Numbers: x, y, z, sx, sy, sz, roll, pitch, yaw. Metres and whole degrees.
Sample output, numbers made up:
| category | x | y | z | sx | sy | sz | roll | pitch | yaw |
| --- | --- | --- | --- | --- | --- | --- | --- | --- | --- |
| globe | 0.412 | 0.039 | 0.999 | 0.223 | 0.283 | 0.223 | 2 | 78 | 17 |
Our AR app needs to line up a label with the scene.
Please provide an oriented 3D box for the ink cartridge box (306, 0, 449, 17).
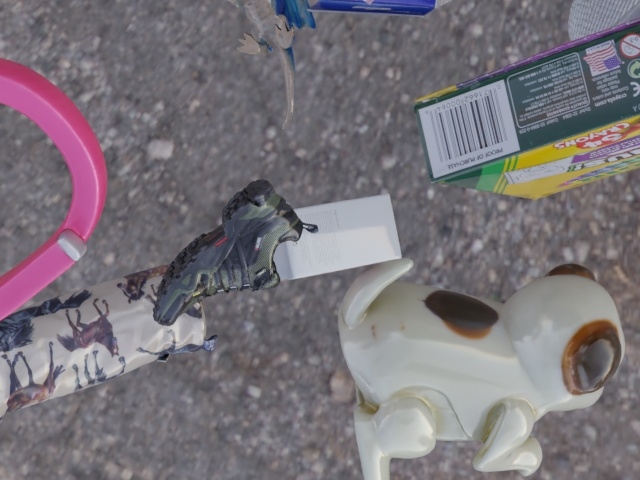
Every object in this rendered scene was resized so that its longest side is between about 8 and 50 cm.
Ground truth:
| category | x | y | z | sx | sy | sz | roll | pitch | yaw |
| --- | --- | --- | --- | --- | --- | --- | --- | --- | --- |
| ink cartridge box | 0.116 | -0.364 | 1.690 | 0.165 | 0.332 | 0.065 | 7 | 113 | 19 |

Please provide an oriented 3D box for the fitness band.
| category | x | y | z | sx | sy | sz | roll | pitch | yaw |
| --- | --- | --- | --- | --- | --- | --- | --- | --- | --- |
| fitness band | -0.319 | -0.028 | 1.061 | 0.291 | 0.054 | 0.209 | -34 | 107 | 18 |

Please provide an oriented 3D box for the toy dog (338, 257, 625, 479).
| category | x | y | z | sx | sy | sz | roll | pitch | yaw |
| --- | --- | --- | --- | --- | --- | --- | --- | --- | --- |
| toy dog | 0.243 | 0.163 | 1.850 | 0.408 | 0.284 | 0.395 | -9 | 114 | 4 |

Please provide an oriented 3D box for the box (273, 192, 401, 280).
| category | x | y | z | sx | sy | sz | roll | pitch | yaw |
| --- | --- | --- | --- | --- | --- | --- | --- | --- | --- |
| box | 0.000 | 0.000 | 1.681 | 0.130 | 0.170 | 0.091 | -14 | 86 | 62 |

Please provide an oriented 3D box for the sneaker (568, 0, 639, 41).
| category | x | y | z | sx | sy | sz | roll | pitch | yaw |
| --- | --- | --- | --- | --- | --- | --- | --- | --- | --- |
| sneaker | 0.425 | -0.283 | 1.494 | 0.161 | 0.102 | 0.282 | 9 | 169 | -22 |

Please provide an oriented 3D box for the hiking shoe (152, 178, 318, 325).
| category | x | y | z | sx | sy | sz | roll | pitch | yaw |
| --- | --- | --- | --- | --- | --- | --- | --- | --- | --- |
| hiking shoe | -0.108 | 0.038 | 1.519 | 0.114 | 0.086 | 0.227 | 40 | 105 | -16 |

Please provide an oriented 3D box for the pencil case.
| category | x | y | z | sx | sy | sz | roll | pitch | yaw |
| --- | --- | --- | --- | --- | --- | --- | --- | --- | --- |
| pencil case | -0.385 | 0.171 | 2.068 | 0.410 | 0.160 | 0.183 | -19 | 125 | -21 |

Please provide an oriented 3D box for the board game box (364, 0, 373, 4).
| category | x | y | z | sx | sy | sz | roll | pitch | yaw |
| --- | --- | --- | --- | --- | --- | --- | --- | --- | --- |
| board game box | 0.054 | -0.333 | 1.428 | 0.090 | 0.020 | 0.090 | 47 | 105 | 19 |

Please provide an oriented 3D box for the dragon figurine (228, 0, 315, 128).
| category | x | y | z | sx | sy | sz | roll | pitch | yaw |
| --- | --- | --- | --- | --- | --- | --- | --- | --- | --- |
| dragon figurine | -0.065 | -0.308 | 1.701 | 0.085 | 0.144 | 0.289 | -23 | 98 | 21 |

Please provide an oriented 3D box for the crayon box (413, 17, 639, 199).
| category | x | y | z | sx | sy | sz | roll | pitch | yaw |
| --- | --- | --- | --- | --- | --- | --- | --- | --- | --- |
| crayon box | 0.339 | -0.148 | 1.410 | 0.363 | 0.313 | 0.106 | -17 | 79 | 29 |
